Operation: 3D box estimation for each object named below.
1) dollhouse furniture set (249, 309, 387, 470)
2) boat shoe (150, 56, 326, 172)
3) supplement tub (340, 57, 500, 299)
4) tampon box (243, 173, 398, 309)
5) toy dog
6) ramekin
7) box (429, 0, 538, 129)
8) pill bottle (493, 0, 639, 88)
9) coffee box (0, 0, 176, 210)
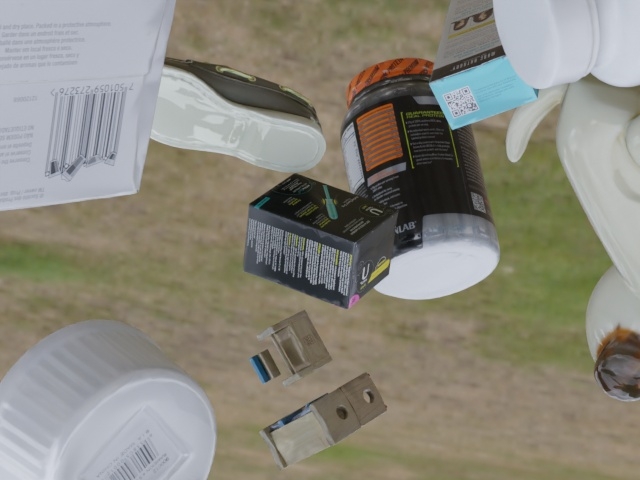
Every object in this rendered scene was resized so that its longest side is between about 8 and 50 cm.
[{"bbox_3d":[-0.022,0.205,2.051,0.129,0.184,0.129,-24,173,-47],"label":"dollhouse furniture set"},{"bbox_3d":[-0.139,-0.176,1.856,0.305,0.091,0.109,18,127,-18],"label":"boat shoe"},{"bbox_3d":[0.145,-0.097,2.202,0.207,0.338,0.207,-7,154,-4],"label":"supplement tub"},{"bbox_3d":[0.000,0.000,1.855,0.161,0.101,0.120,20,-148,24],"label":"tampon box"},{"bbox_3d":[0.418,-0.001,1.717,0.395,0.408,0.284,0,-164,13],"label":"toy dog"},{"bbox_3d":[-0.258,0.246,1.729,0.135,0.277,0.277,24,180,44],"label":"ramekin"},{"bbox_3d":[0.187,-0.215,1.557,0.100,0.244,0.060,-18,117,22],"label":"box"},{"bbox_3d":[0.335,-0.249,1.378,0.318,0.176,0.176,-18,173,-14],"label":"pill bottle"},{"bbox_3d":[-0.381,-0.247,1.461,0.337,0.338,0.334,-9,-149,-43],"label":"coffee box"}]
